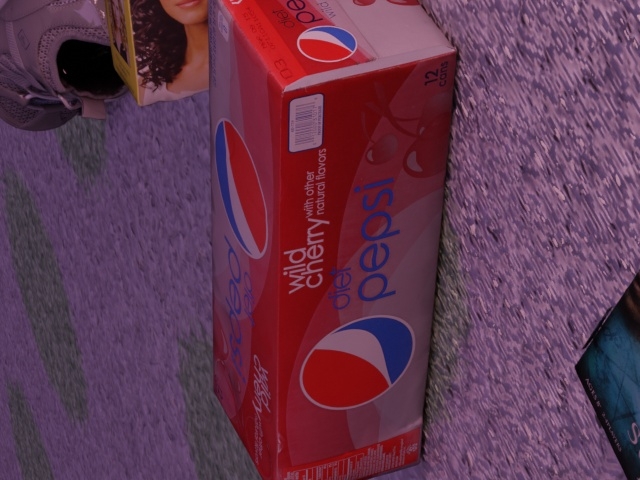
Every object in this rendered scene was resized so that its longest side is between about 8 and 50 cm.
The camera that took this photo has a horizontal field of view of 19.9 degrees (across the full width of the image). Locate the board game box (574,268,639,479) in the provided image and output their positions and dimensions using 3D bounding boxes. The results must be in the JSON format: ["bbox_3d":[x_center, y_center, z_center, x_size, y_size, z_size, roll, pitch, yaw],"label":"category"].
[{"bbox_3d":[0.147,0.092,0.591,0.126,0.026,0.186,108,143,-59],"label":"board game box"}]

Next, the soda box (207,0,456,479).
[{"bbox_3d":[0.000,0.000,0.857,0.092,0.083,0.263,-123,26,-43],"label":"soda box"}]

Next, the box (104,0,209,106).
[{"bbox_3d":[-0.071,-0.188,0.914,0.058,0.087,0.232,-128,28,-54],"label":"box"}]

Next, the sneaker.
[{"bbox_3d":[-0.180,-0.125,1.246,0.281,0.105,0.115,127,125,-67],"label":"sneaker"}]
